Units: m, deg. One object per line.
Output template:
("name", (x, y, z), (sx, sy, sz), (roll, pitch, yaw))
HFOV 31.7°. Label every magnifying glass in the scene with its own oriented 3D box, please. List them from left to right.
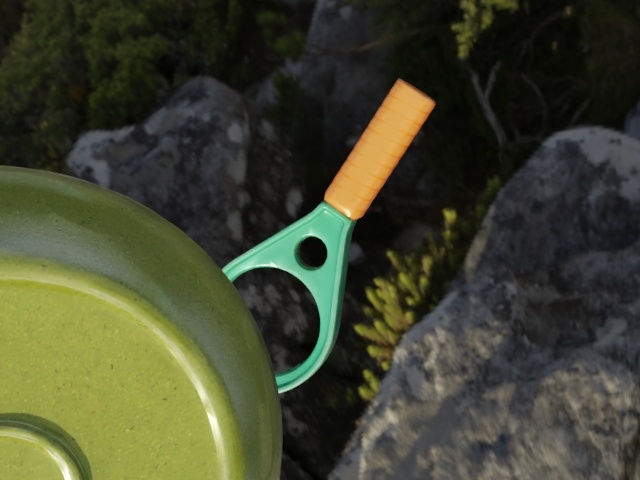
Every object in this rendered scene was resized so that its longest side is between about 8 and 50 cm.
("magnifying glass", (0.000, 0.000, 0.732), (0.092, 0.026, 0.231), (35, 101, 9))

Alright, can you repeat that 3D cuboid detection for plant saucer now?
("plant saucer", (-0.123, 0.094, 0.419), (0.241, 0.241, 0.037), (-44, 23, -7))
